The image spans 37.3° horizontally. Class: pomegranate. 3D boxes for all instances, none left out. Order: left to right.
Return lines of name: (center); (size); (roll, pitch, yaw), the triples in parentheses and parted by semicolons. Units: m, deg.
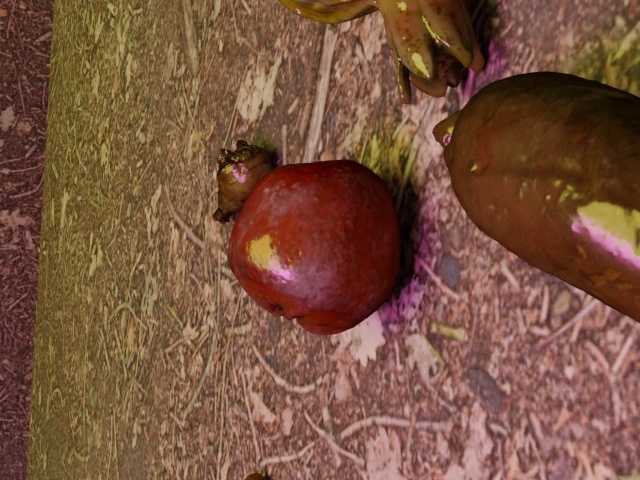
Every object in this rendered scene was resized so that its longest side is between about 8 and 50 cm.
pomegranate: (0.052, -0.269, 0.829); (0.302, 0.236, 0.236); (56, 144, 8)

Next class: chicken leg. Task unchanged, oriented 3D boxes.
chicken leg: (-0.114, -0.075, 1.275); (0.178, 0.070, 0.093); (122, 145, -60)

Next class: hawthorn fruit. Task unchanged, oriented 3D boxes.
hawthorn fruit: (0.000, 0.000, 0.907); (0.173, 0.172, 0.173); (-22, 66, 62)

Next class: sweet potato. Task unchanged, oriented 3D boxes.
sweet potato: (0.200, 0.001, 0.540); (0.423, 0.130, 0.131); (48, 128, 49)

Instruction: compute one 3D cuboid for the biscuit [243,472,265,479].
biscuit: (-0.068, 0.386, 1.111); (0.183, 0.038, 0.174); (-132, 51, -57)
